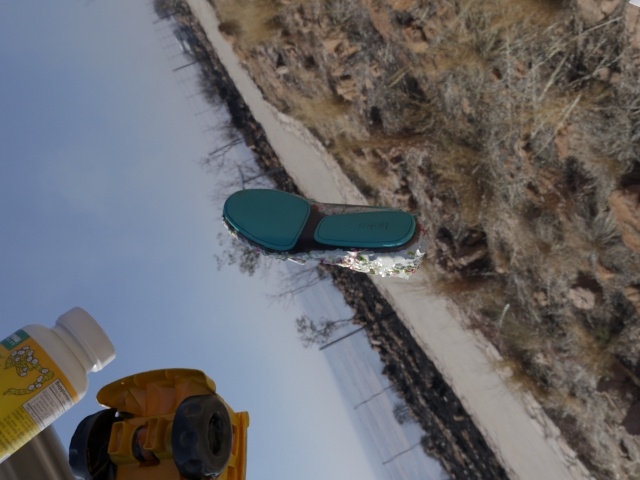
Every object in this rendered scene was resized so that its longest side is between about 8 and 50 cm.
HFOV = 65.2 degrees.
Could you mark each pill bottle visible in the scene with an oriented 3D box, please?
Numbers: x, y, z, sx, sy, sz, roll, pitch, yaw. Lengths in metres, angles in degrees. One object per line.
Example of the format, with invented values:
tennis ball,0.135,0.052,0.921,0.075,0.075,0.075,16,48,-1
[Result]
pill bottle,-0.363,0.176,0.606,0.118,0.208,0.117,27,138,28

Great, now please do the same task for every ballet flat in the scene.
ballet flat,0.000,0.000,0.544,0.241,0.091,0.077,12,148,27

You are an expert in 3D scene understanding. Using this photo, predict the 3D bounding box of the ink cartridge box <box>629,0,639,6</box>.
ink cartridge box,0.474,-0.376,0.660,0.056,0.099,0.135,30,127,16

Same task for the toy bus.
toy bus,-0.146,0.273,0.524,0.211,0.149,0.220,60,-158,-51

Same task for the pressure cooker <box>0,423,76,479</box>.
pressure cooker,-0.734,0.461,1.011,0.420,0.370,0.375,65,173,-1
